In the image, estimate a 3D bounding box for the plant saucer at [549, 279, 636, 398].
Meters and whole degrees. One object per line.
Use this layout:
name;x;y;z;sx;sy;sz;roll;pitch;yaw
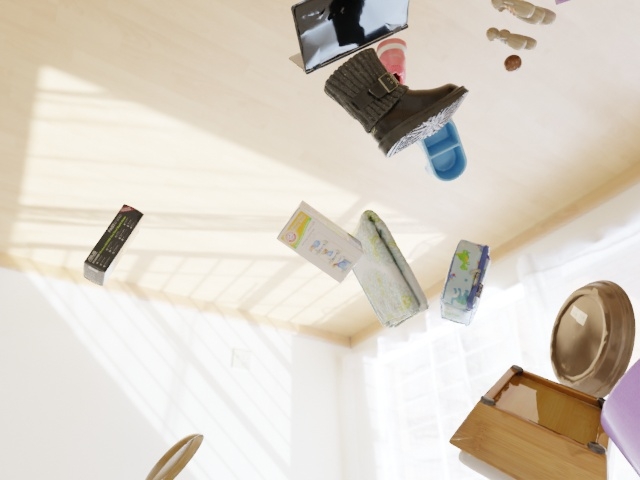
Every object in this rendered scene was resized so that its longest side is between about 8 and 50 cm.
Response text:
plant saucer;0.591;0.218;1.029;0.041;0.278;0.278;15;144;3

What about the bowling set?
bowling set;0.573;-0.635;1.409;0.287;0.154;0.200;-18;137;-49

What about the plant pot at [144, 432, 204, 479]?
plant pot;-0.453;0.679;1.402;0.032;0.236;0.236;36;147;15

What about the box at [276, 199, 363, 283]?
box;0.000;0.000;1.201;0.203;0.114;0.103;35;103;-8

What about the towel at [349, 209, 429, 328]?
towel;0.213;0.109;1.582;0.090;0.374;0.320;-24;166;-18

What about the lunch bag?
lunch bag;0.361;0.106;1.144;0.090;0.176;0.219;15;158;21

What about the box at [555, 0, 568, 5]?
box;0.734;-0.809;1.245;0.213;0.117;0.243;12;139;57

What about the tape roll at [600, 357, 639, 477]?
tape roll;0.377;0.120;0.361;0.275;0.090;0.275;-9;131;-10

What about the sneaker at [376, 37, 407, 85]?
sneaker;0.212;-0.495;1.497;0.116;0.136;0.314;-1;159;1

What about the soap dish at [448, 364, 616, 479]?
soap dish;0.384;0.329;0.798;0.229;0.118;0.291;18;-168;33

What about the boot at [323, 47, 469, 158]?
boot;0.206;-0.392;1.207;0.348;0.260;0.131;-32;166;-29

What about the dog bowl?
dog bowl;0.467;-0.356;1.773;0.166;0.074;0.297;-25;119;8

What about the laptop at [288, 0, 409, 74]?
laptop;0.072;-0.741;1.509;0.382;0.408;0.236;-25;125;-2

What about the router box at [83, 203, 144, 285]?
router box;-0.350;0.008;0.780;0.038;0.122;0.092;30;150;-14
